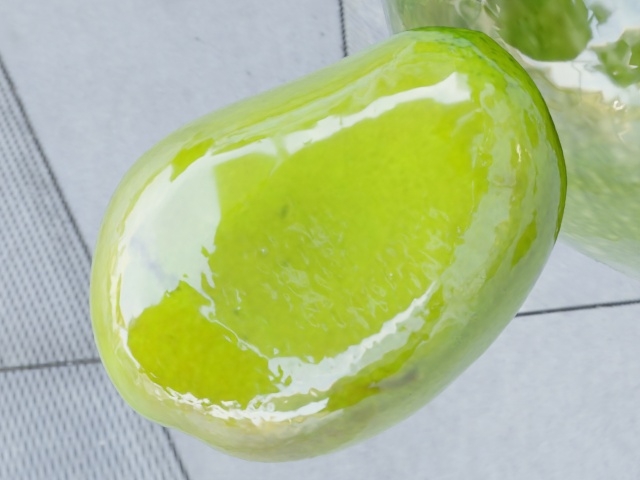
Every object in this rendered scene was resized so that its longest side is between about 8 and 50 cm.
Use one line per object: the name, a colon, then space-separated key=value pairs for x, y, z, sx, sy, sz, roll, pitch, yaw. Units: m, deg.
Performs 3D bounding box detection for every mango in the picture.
mango: x=0.002 y=0.006 z=0.393 sx=0.163 sy=0.089 sz=0.117 roll=-22 pitch=84 yaw=18

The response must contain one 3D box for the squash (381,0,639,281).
squash: x=0.154 y=-0.096 z=0.548 sx=0.310 sy=0.309 sz=0.310 roll=6 pitch=100 yaw=41
